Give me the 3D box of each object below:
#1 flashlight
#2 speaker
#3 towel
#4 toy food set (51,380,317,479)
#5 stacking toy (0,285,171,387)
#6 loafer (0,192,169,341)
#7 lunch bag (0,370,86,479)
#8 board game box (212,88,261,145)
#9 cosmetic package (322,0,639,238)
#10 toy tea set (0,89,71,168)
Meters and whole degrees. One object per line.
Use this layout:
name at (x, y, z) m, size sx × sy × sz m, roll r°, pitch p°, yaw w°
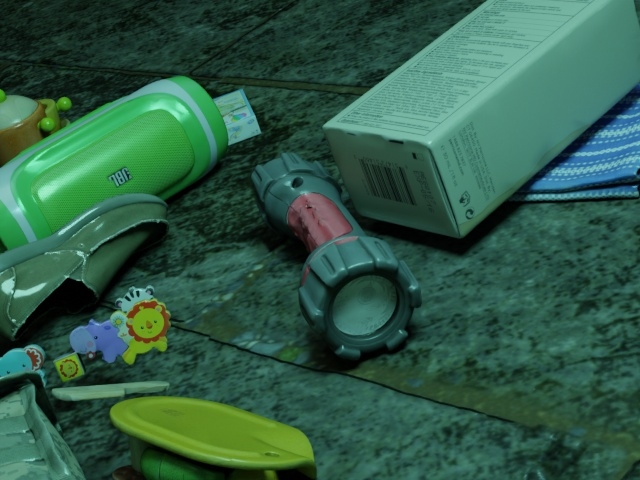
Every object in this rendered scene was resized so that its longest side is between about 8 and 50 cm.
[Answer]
flashlight at (0.000, 0.000, 1.286) m, size 0.103 × 0.103 × 0.304 m, roll -18°, pitch 29°, yaw -9°
speaker at (-0.250, -0.073, 1.543) m, size 0.296 × 0.131 × 0.131 m, roll -34°, pitch 31°, yaw -26°
towel at (0.265, -0.143, 1.446) m, size 0.243 × 0.040 × 0.336 m, roll -1°, pitch 33°, yaw 31°
toy food set at (-0.103, 0.174, 1.084) m, size 0.217 × 0.071 × 0.128 m, roll 14°, pitch 9°, yaw 37°
stacking toy at (-0.239, 0.104, 1.237) m, size 0.221 × 0.052 × 0.167 m, roll -23°, pitch 5°, yaw -5°
loafer at (-0.252, 0.034, 1.420) m, size 0.251 × 0.094 × 0.087 m, roll -30°, pitch 72°, yaw -32°
lunch bag at (-0.289, 0.216, 1.015) m, size 0.235 × 0.169 × 0.287 m, roll -24°, pitch 22°, yaw -13°
board game box at (-0.158, -0.136, 1.706) m, size 0.154 × 0.026 × 0.103 m, roll -20°, pitch 28°, yaw -3°
cosmetic package at (0.170, -0.142, 1.367) m, size 0.309 × 0.113 × 0.160 m, roll -38°, pitch 32°, yaw -27°
toy tea set at (-0.491, -0.126, 1.788) m, size 0.336 × 0.124 × 0.200 m, roll -21°, pitch 28°, yaw -4°
